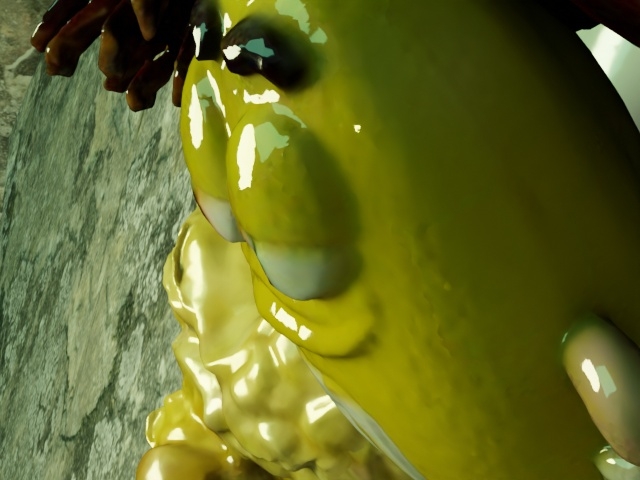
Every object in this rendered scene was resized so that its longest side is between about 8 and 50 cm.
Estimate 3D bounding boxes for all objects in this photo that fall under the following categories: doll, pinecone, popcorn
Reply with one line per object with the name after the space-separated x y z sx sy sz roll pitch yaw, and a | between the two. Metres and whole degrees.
0.075 0.041 0.720 0.161 0.423 0.348 -37 -1 -9 | doll
-0.131 -0.291 1.513 0.397 0.397 0.398 -166 90 -71 | pinecone
0.024 0.062 1.016 0.265 0.225 0.332 29 88 41 | popcorn

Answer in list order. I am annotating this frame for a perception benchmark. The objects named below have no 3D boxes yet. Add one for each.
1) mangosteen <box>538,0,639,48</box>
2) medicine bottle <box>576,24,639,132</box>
0.195 -0.227 0.506 0.421 0.381 0.381 -14 59 36 | mangosteen
0.170 -0.065 0.820 0.135 0.135 0.168 -113 41 -61 | medicine bottle
